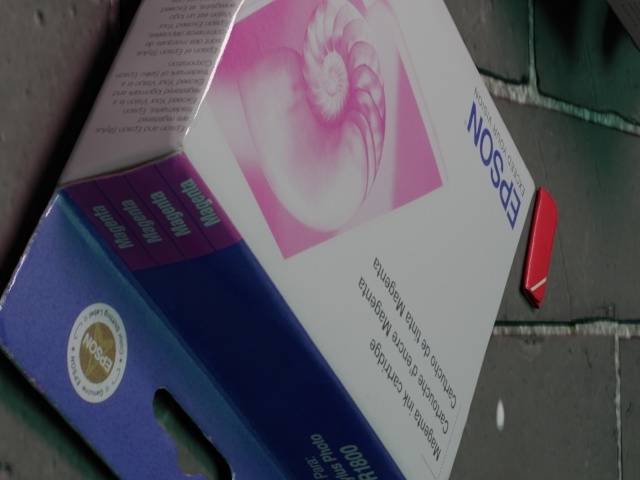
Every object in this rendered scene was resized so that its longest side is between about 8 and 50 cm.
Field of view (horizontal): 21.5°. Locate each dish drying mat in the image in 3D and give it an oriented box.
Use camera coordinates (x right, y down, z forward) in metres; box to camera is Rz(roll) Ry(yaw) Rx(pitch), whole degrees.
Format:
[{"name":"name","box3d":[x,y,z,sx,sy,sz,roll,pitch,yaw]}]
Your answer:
[{"name":"dish drying mat","box3d":[0.157,0.005,1.204,0.032,0.008,0.083,48,48,-47]}]

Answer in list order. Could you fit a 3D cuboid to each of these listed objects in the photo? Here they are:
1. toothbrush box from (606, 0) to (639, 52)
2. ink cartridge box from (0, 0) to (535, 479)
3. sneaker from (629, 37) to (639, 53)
[{"name":"toothbrush box","box3d":[0.276,-0.304,1.216,0.216,0.126,0.295,44,50,-45]},{"name":"ink cartridge box","box3d":[0.000,0.000,0.852,0.324,0.071,0.330,57,42,-45]},{"name":"sneaker","box3d":[0.352,-0.234,1.443,0.148,0.131,0.350,60,39,-32]}]
